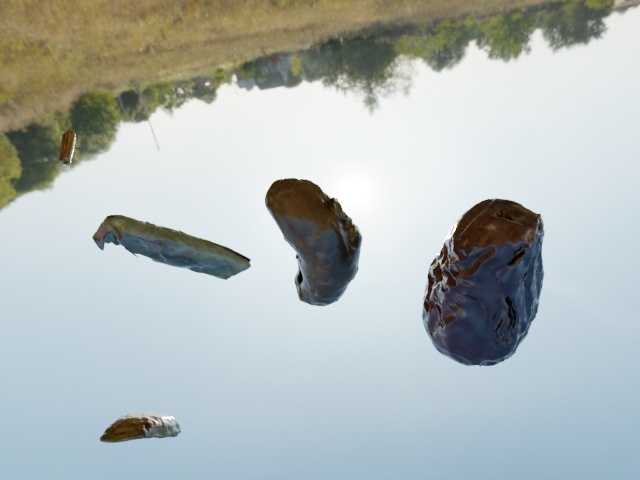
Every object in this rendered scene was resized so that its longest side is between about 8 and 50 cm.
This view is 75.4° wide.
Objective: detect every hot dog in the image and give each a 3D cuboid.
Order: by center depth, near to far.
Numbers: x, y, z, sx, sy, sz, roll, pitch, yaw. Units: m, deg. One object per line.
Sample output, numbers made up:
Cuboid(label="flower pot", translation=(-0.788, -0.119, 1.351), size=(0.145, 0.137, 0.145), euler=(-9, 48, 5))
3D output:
Cuboid(label="hot dog", translation=(-0.755, -0.280, 1.242), size=(0.049, 0.122, 0.037), euler=(-21, 155, 34))

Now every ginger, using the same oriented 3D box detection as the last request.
Cuboid(label="ginger", translation=(0.000, 0.000, 0.879), size=(0.173, 0.321, 0.165), euler=(-16, -147, -1))

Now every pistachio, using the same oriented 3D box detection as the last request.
Cuboid(label="pistachio", translation=(-0.312, 0.321, 0.720), size=(0.090, 0.173, 0.049), euler=(-11, -114, 12))

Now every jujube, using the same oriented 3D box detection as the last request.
Cuboid(label="jujube", translation=(0.295, 0.082, 0.757), size=(0.217, 0.342, 0.216), euler=(-1, -137, 1))

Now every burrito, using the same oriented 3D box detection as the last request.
Cuboid(label="burrito", translation=(-0.276, 0.018, 0.816), size=(0.096, 0.066, 0.309), euler=(-23, 149, 39))
